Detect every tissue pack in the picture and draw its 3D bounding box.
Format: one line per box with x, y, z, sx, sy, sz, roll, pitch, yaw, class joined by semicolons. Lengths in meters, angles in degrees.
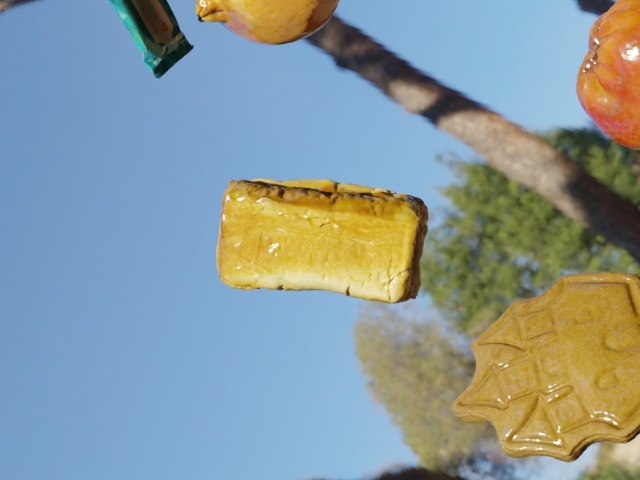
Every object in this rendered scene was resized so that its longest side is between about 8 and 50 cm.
-0.207;-0.266;1.503;0.085;0.028;0.138;-51;-55;-41;tissue pack

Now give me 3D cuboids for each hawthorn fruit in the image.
0.275;-0.130;1.000;0.133;0.138;0.132;-164;90;-85;hawthorn fruit

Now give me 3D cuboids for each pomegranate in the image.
-0.062;-0.337;1.562;0.209;0.209;0.209;-50;-28;-38;pomegranate

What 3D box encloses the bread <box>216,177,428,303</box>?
0.000;0.000;0.788;0.053;0.132;0.074;-75;-11;-75;bread

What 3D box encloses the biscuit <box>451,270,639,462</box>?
0.223;0.124;1.211;0.034;0.215;0.182;47;-156;-49;biscuit
